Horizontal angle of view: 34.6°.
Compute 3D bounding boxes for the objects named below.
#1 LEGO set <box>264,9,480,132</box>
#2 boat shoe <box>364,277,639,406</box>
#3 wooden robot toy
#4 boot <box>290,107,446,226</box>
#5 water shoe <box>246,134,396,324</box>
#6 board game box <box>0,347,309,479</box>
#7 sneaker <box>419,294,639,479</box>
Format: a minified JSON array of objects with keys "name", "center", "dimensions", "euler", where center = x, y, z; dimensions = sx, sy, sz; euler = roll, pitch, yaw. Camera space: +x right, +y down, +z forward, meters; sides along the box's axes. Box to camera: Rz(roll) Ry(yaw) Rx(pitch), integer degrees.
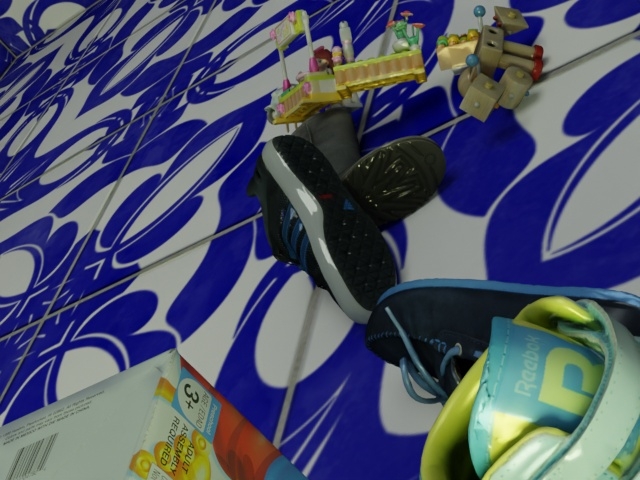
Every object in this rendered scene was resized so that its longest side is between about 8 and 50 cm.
[{"name":"LEGO set","center":[0.033,-0.203,1.111],"dimensions":[0.287,0.107,0.132],"euler":[-15,-7,44]},{"name":"boat shoe","center":[0.104,0.077,0.647],"dimensions":[0.258,0.109,0.089],"euler":[-10,56,61]},{"name":"wooden robot toy","center":[0.166,-0.156,0.994],"dimensions":[0.173,0.076,0.079],"euler":[-74,6,-47]},{"name":"boot","center":[0.033,-0.079,1.035],"dimensions":[0.190,0.076,0.208],"euler":[-30,22,17]},{"name":"water shoe","center":[0.000,0.000,0.905],"dimensions":[0.080,0.073,0.203],"euler":[-55,50,40]},{"name":"board game box","center":[-0.046,0.206,0.467],"dimensions":[0.144,0.275,0.142],"euler":[-26,31,27]},{"name":"sneaker","center":[0.177,0.096,0.407],"dimensions":[0.319,0.208,0.127],"euler":[-24,28,36]}]
